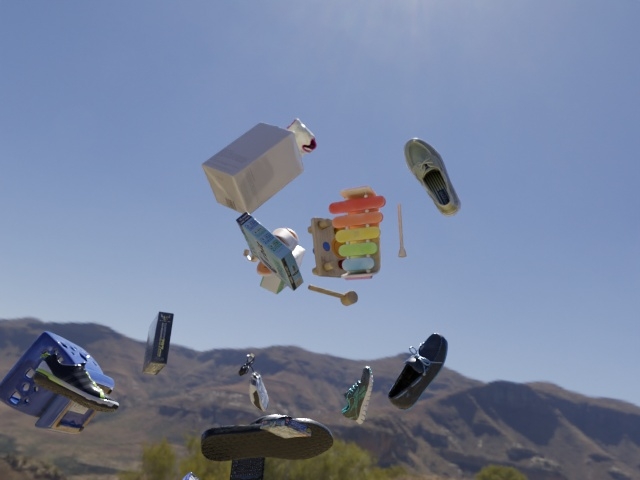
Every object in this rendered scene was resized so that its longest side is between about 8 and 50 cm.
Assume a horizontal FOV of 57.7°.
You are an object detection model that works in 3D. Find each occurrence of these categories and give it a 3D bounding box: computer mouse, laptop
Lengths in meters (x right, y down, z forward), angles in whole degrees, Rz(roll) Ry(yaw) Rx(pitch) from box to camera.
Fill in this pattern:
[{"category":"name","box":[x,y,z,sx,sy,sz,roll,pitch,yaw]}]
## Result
[{"category":"computer mouse","box":[-0.208,0.451,1.803,0.042,0.192,0.106,-11,20,10]},{"category":"laptop","box":[-0.335,0.889,2.245,0.137,0.264,0.234,25,-35,-33]}]

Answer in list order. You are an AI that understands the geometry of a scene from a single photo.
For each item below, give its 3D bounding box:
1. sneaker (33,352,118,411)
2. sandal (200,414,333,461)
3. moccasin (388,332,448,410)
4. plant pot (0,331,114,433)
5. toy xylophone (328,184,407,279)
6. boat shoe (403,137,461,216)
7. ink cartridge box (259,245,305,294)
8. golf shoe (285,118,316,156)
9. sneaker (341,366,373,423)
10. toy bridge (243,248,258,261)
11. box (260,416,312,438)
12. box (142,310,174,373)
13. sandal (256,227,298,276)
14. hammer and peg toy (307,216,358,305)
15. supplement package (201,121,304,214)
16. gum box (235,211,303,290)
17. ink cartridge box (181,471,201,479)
[{"category":"sneaker","box":[-0.620,0.362,1.503,0.235,0.097,0.084,31,-33,-14]},{"category":"sandal","box":[-0.179,0.654,1.975,0.447,0.167,0.107,1,28,-8]},{"category":"moccasin","box":[0.392,0.516,2.315,0.117,0.341,0.138,37,-13,-33]},{"category":"plant pot","box":[-0.790,0.451,1.773,0.212,0.235,0.236,31,-16,21]},{"category":"toy xylophone","box":[0.158,-0.028,1.939,0.237,0.322,0.081,-15,-16,25]},{"category":"boat shoe","box":[0.353,-0.214,1.836,0.109,0.302,0.094,-32,-25,9]},{"category":"ink cartridge box","box":[-0.157,0.115,2.461,0.093,0.154,0.212,24,21,14]},{"category":"golf shoe","box":[-0.083,-0.425,2.615,0.140,0.115,0.306,36,-9,10]},{"category":"sneaker","box":[0.107,0.448,1.699,0.076,0.166,0.065,14,-8,-2]},{"category":"toy bridge","box":[-0.308,0.068,2.688,0.026,0.063,0.188,18,-14,-32]},{"category":"box","box":[-0.100,0.542,1.679,0.094,0.027,0.137,31,-34,-24]},{"category":"box","box":[-0.584,0.371,2.084,0.059,0.183,0.233,11,-26,-21]},{"category":"sandal","box":[-0.149,0.023,2.059,0.102,0.265,0.076,12,-50,11]},{"category":"hammer and peg toy","box":[0.075,0.085,2.440,0.266,0.360,0.127,8,-21,-40]},{"category":"supplement package","box":[-0.229,-0.254,2.027,0.178,0.293,0.175,24,-36,38]},{"category":"gum box","box":[-0.130,0.029,1.509,0.184,0.041,0.157,38,-19,31]},{"category":"ink cartridge box","box":[-0.377,0.870,1.924,0.207,0.046,0.097,47,7,-13]}]
